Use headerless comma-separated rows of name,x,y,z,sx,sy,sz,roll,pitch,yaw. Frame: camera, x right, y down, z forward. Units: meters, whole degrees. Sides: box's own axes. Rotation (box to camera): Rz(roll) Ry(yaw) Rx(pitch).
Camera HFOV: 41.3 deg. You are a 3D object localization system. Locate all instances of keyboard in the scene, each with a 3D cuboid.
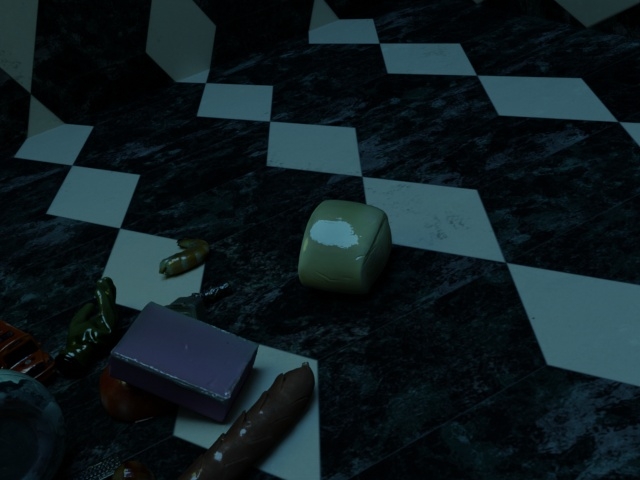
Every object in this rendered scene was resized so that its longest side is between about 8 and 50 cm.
keyboard,-0.473,0.467,1.628,0.198,0.010,0.063,-24,29,-16

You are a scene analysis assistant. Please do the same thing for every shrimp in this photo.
shrimp,-0.381,0.034,2.294,0.161,0.049,0.166,-24,29,-21

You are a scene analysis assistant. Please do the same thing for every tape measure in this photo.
tape measure,-0.622,0.373,1.596,0.275,0.256,0.147,-10,17,-29

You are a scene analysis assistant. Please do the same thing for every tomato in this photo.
tomato,-0.372,0.286,1.823,0.225,0.085,0.225,-11,27,6

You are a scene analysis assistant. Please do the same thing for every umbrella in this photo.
umbrella,-0.285,0.139,2.077,0.144,0.037,0.040,-23,44,-19

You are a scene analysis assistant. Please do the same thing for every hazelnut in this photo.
hazelnut,-0.340,0.441,1.552,0.086,0.086,0.086,-11,30,6

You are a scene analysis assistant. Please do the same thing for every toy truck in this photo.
toy truck,-0.727,0.264,1.985,0.253,0.114,0.107,14,39,42

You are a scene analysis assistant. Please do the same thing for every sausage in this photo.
sausage,-0.137,0.368,1.576,0.088,0.088,0.433,10,39,37

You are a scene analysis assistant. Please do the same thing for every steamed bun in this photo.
steamed bun,0.062,0.004,1.998,0.200,0.154,0.250,8,50,17

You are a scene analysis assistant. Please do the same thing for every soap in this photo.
soap,-0.279,0.246,1.742,0.259,0.081,0.181,20,39,6

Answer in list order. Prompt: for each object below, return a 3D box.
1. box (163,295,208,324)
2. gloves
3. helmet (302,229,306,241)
box,-0.301,0.185,1.930,0.084,0.122,0.069,-3,20,18
gloves,-0.540,0.207,2.012,0.135,0.107,0.268,-8,46,27
helmet,0.000,0.000,2.154,0.098,0.070,0.123,-16,28,-4
